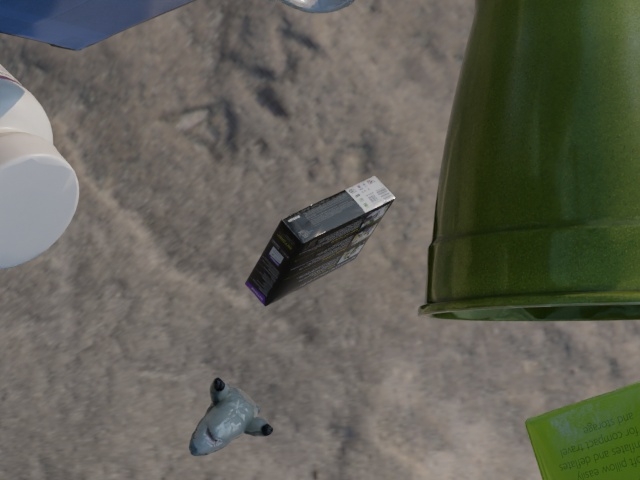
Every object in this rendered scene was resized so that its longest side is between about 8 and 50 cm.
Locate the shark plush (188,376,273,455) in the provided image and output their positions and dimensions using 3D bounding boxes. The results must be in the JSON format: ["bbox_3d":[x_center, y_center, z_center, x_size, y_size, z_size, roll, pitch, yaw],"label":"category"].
[{"bbox_3d":[-0.101,0.170,1.356,0.073,0.161,0.067,43,89,-12],"label":"shark plush"}]

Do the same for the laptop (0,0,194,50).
[{"bbox_3d":[-0.274,-0.121,0.992,0.236,0.382,0.408,46,59,-24],"label":"laptop"}]

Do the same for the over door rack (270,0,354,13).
[{"bbox_3d":[0.005,-0.299,0.705,0.108,0.324,0.239,3,69,-11],"label":"over door rack"}]

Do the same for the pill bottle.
[{"bbox_3d":[-0.361,-0.106,1.317,0.169,0.169,0.301,-31,53,-24],"label":"pill bottle"}]

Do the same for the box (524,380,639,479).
[{"bbox_3d":[0.142,0.128,0.448,0.042,0.109,0.178,-2,70,-48],"label":"box"}]

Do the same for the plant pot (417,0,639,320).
[{"bbox_3d":[0.279,-0.101,1.385,0.367,0.366,0.352,2,84,-22],"label":"plant pot"}]

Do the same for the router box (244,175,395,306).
[{"bbox_3d":[0.000,0.000,1.760,0.179,0.133,0.046,-26,67,-42],"label":"router box"}]
